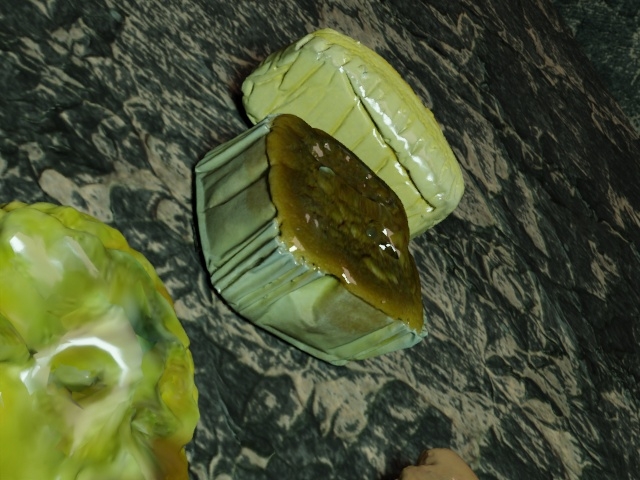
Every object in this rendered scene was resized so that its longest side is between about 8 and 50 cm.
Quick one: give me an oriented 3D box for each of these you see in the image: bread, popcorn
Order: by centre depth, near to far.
[{"bbox_3d":[-0.161,0.085,0.658,0.189,0.169,0.218,6,72,-48],"label":"popcorn"},{"bbox_3d":[0.000,-0.001,1.087,0.210,0.110,0.192,34,35,-36],"label":"bread"},{"bbox_3d":[0.036,-0.103,1.230,0.236,0.140,0.106,50,30,-11],"label":"bread"}]

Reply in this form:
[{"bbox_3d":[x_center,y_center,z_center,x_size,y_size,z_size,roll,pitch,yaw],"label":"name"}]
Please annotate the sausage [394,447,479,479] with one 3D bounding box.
[{"bbox_3d":[0.152,0.293,0.981,0.086,0.086,0.289,5,43,-57],"label":"sausage"}]
